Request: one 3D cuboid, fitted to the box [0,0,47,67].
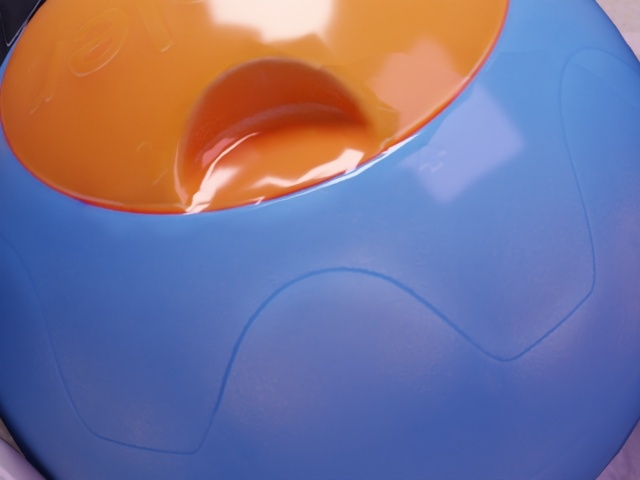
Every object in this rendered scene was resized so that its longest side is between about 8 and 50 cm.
[{"bbox_3d":[-0.111,-0.200,0.649,0.142,0.163,0.247,3,58,-37],"label":"box"}]

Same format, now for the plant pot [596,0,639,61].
[{"bbox_3d":[0.212,-0.069,0.740,0.305,0.334,0.334,2,57,-27],"label":"plant pot"}]

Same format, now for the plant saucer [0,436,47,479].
[{"bbox_3d":[-0.210,0.199,0.300,0.400,0.100,0.400,23,47,-27],"label":"plant saucer"}]

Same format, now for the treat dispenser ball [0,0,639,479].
[{"bbox_3d":[0.000,0.000,0.493,0.288,0.288,0.288,23,47,-26],"label":"treat dispenser ball"}]
